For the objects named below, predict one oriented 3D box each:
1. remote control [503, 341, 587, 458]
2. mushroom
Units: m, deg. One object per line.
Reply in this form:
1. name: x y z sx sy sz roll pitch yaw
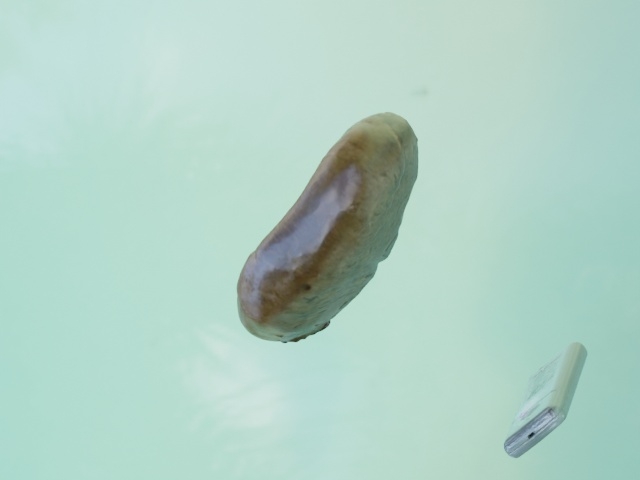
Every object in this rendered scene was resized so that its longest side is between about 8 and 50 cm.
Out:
1. remote control: 0.155 0.108 1.244 0.053 0.124 0.018 -41 94 24
2. mushroom: 0.001 0.002 1.326 0.072 0.094 0.210 46 112 25
